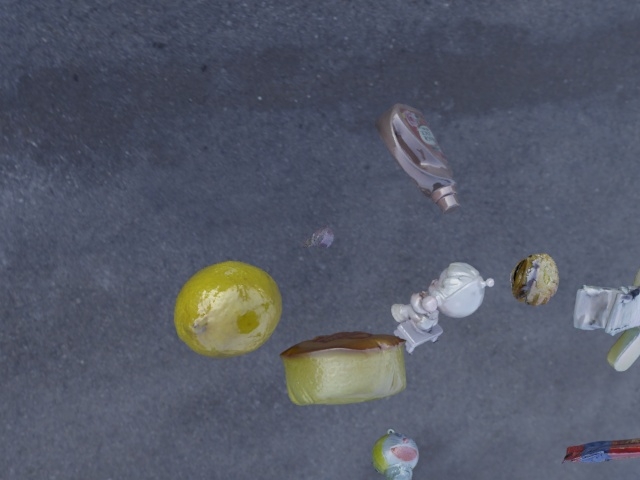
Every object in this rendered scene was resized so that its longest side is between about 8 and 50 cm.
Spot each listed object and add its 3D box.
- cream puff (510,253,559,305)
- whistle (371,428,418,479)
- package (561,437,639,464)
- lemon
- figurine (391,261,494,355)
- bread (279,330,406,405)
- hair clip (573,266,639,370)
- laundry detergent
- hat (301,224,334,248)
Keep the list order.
[{"bbox_3d":[0.513,0.091,1.778,0.104,0.119,0.133,22,109,-1],"label":"cream puff"},{"bbox_3d":[0.196,0.567,1.863,0.123,0.223,0.123,-5,137,-4],"label":"whistle"},{"bbox_3d":[0.488,0.331,1.191,0.083,0.200,0.022,-1,77,-64],"label":"package"},{"bbox_3d":[-0.216,0.162,1.764,0.263,0.236,0.236,21,101,-43],"label":"lemon"},{"bbox_3d":[0.290,0.148,1.766,0.182,0.144,0.256,11,135,-39],"label":"figurine"},{"bbox_3d":[0.052,0.265,1.574,0.270,0.270,0.148,-2,80,-31],"label":"bread"},{"bbox_3d":[0.396,0.086,0.903,0.219,0.071,0.159,-2,111,-29],"label":"hair clip"},{"bbox_3d":[0.197,-0.166,1.534,0.076,0.237,0.171,-35,158,30],"label":"laundry detergent"},{"bbox_3d":[0.000,0.002,1.558,0.058,0.087,0.042,-36,98,29],"label":"hat"}]
